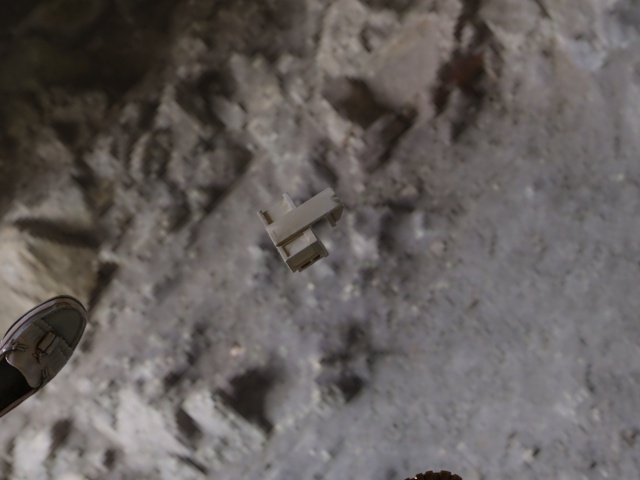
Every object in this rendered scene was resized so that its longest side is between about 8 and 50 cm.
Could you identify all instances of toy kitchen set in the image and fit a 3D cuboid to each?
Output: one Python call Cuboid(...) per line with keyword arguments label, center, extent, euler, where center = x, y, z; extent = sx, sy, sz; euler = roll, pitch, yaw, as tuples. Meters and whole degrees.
Cuboid(label="toy kitchen set", center=(0.000, 0.000, 1.320), extent=(0.068, 0.075, 0.083), euler=(-33, 38, 2))

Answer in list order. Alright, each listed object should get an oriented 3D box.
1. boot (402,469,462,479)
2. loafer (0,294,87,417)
Cuboid(label="boot", center=(0.031, 0.223, 1.061), extent=(0.158, 0.084, 0.059), euler=(-13, 48, -18))
Cuboid(label="loafer", center=(-0.195, 0.087, 0.949), extent=(0.125, 0.045, 0.039), euler=(-42, 20, -2))
